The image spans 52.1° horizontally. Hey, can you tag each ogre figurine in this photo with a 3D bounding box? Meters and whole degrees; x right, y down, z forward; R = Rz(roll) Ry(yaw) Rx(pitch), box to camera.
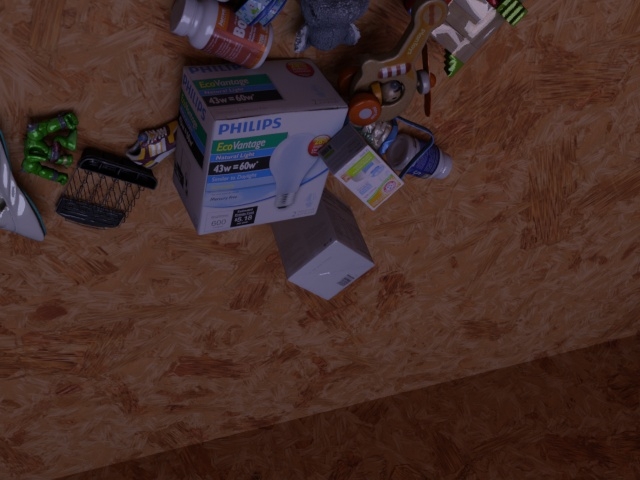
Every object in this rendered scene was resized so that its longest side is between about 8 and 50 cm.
[{"bbox_3d":[-0.672,-0.228,1.621,0.118,0.097,0.197,-2,149,-37],"label":"ogre figurine"}]

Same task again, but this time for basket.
[{"bbox_3d":[0.136,-0.258,1.826,0.288,0.201,0.255,20,125,-25],"label":"basket"}]

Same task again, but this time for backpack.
[{"bbox_3d":[-0.127,-0.525,1.443,0.084,0.114,0.105,41,149,-20],"label":"backpack"}]

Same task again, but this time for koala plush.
[{"bbox_3d":[0.016,-0.525,1.513,0.196,0.203,0.221,-14,155,-16],"label":"koala plush"}]

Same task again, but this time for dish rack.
[{"bbox_3d":[-0.593,-0.122,1.784,0.208,0.074,0.271,17,127,-34],"label":"dish rack"}]

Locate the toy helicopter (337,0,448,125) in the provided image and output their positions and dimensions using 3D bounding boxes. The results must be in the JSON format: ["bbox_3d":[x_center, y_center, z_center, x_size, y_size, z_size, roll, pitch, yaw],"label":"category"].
[{"bbox_3d":[0.210,-0.426,1.578,0.234,0.140,0.355,7,137,-25],"label":"toy helicopter"}]

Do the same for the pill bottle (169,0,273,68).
[{"bbox_3d":[-0.227,-0.483,1.497,0.216,0.121,0.121,13,130,-33],"label":"pill bottle"}]

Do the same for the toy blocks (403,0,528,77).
[{"bbox_3d":[0.348,-0.621,1.562,0.260,0.191,0.381,29,120,-28],"label":"toy blocks"}]

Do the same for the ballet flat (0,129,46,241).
[{"bbox_3d":[-0.815,-0.128,1.630,0.139,0.139,0.400,-12,135,-9],"label":"ballet flat"}]

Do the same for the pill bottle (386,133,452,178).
[{"bbox_3d":[0.303,-0.246,1.976,0.186,0.112,0.112,12,130,-31],"label":"pill bottle"}]

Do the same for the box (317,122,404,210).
[{"bbox_3d":[0.104,-0.182,1.652,0.114,0.103,0.203,-41,140,10],"label":"box"}]

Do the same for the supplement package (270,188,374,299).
[{"bbox_3d":[0.000,0.000,2.008,0.199,0.263,0.198,-39,137,21],"label":"supplement package"}]

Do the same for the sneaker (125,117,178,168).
[{"bbox_3d":[-0.425,-0.261,1.701,0.185,0.070,0.084,-40,141,20],"label":"sneaker"}]

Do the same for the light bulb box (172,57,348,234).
[{"bbox_3d":[-0.166,-0.241,1.666,0.357,0.225,0.361,-12,141,-28],"label":"light bulb box"}]
